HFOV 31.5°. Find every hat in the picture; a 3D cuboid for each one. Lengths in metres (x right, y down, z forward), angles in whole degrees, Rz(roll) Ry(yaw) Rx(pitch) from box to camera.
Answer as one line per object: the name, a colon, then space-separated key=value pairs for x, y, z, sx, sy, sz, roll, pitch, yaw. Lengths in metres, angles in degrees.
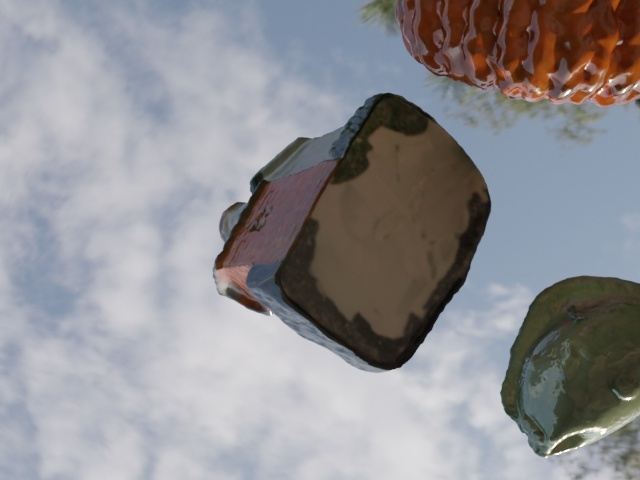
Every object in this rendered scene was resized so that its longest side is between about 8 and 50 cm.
hat: x=0.219 y=-0.314 z=0.903 sx=0.285 sy=0.285 sz=0.400 roll=-8 pitch=-52 yaw=-20

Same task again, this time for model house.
model house: x=0.000 y=0.000 z=1.265 sx=0.190 sy=0.301 sz=0.271 roll=40 pitch=-115 yaw=-26

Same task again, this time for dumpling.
dumpling: x=0.265 y=0.108 z=1.099 sx=0.217 sy=0.105 sz=0.149 roll=-34 pitch=-95 yaw=16

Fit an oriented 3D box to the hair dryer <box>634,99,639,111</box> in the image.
hair dryer: x=0.416 y=-0.135 z=1.164 sx=0.248 sy=0.078 sz=0.195 roll=-7 pitch=-131 yaw=-51
